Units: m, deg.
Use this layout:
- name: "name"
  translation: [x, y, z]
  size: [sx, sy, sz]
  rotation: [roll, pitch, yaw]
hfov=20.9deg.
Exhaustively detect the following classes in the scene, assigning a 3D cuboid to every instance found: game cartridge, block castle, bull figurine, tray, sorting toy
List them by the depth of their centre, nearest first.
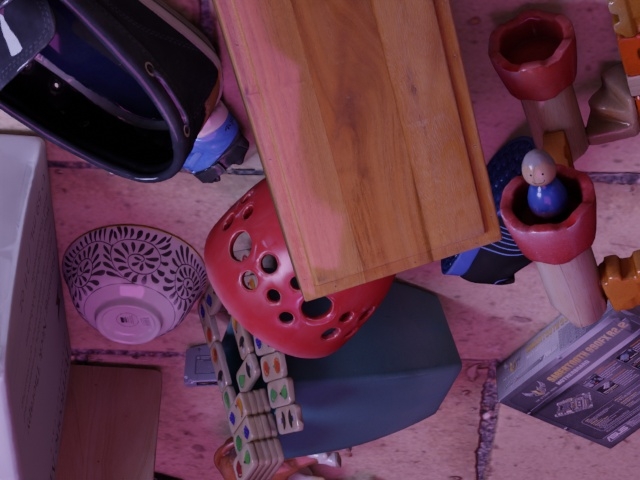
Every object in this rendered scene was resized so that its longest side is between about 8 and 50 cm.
- name: "block castle"
  translation: [0.388, -0.125, 1.575]
  size: [0.453, 0.303, 0.213]
  rotation: [-12, 136, 14]
- name: "tray"
  translation: [0.026, -0.155, 1.593]
  size: [0.203, 0.076, 0.411]
  rotation: [-18, 119, -3]
- name: "game cartridge"
  translation: [-0.123, 0.150, 2.103]
  size: [0.083, 0.056, 0.017]
  rotation: [-2, 146, 6]
- name: "sorting toy"
  translation: [-0.331, 0.286, 2.134]
  size: [0.255, 0.257, 0.089]
  rotation: [4, 156, -2]
- name: "bull figurine"
  translation: [-0.025, 0.349, 2.302]
  size: [0.188, 0.101, 0.310]
  rotation: [-16, 139, 14]

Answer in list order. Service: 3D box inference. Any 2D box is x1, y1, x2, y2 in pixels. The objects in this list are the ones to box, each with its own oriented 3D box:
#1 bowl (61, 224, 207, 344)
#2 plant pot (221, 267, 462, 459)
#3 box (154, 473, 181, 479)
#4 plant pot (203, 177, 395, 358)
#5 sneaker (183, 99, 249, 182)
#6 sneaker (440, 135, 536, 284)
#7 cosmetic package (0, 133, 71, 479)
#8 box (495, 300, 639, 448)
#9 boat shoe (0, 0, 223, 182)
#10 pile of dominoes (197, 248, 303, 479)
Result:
- name: "bowl"
  translation: [-0.217, 0.067, 1.992]
  size: [0.170, 0.080, 0.170]
  rotation: [1, 140, 1]
- name: "plant pot"
  translation: [0.029, 0.140, 2.000]
  size: [0.234, 0.165, 0.165]
  rotation: [-1, 142, -22]
- name: "box"
  translation: [-0.279, 0.344, 2.358]
  size: [0.162, 0.029, 0.116]
  rotation: [19, 137, -17]
- name: "plant pot"
  translation: [0.000, 0.000, 1.830]
  size: [0.191, 0.191, 0.174]
  rotation: [26, 124, -26]
- name: "sneaker"
  translation: [-0.147, -0.086, 1.826]
  size: [0.152, 0.058, 0.084]
  rotation: [-24, 125, 18]
- name: "sneaker"
  translation: [0.212, -0.029, 1.870]
  size: [0.090, 0.081, 0.232]
  rotation: [12, 145, -16]
- name: "cosmetic package"
  translation: [-0.460, 0.124, 1.877]
  size: [0.327, 0.329, 0.393]
  rotation: [2, 140, -1]
- name: "box"
  translation: [0.351, 0.149, 2.084]
  size: [0.183, 0.056, 0.231]
  rotation: [24, 135, -23]
- name: "boat shoe"
  translation: [-0.300, -0.214, 1.612]
  size: [0.500, 0.156, 0.187]
  rotation: [33, 133, -29]
- name: "pile of dominoes"
  translation: [-0.094, 0.139, 1.925]
  size: [0.040, 0.251, 0.196]
  rotation: [-6, 152, -24]
